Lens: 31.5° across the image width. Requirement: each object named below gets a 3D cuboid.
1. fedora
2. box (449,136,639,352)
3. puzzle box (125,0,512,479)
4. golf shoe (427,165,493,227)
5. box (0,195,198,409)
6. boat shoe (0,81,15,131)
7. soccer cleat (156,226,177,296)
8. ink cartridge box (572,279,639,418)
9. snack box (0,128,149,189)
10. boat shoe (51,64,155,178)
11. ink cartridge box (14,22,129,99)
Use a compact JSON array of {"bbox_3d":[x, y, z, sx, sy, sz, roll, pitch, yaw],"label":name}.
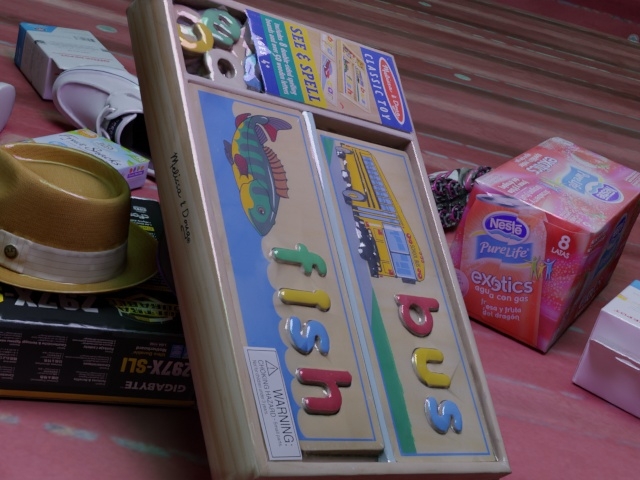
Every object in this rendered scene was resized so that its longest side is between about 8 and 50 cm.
[{"bbox_3d":[-0.216,-0.028,0.924,0.194,0.079,0.194,14,23,-6],"label":"fedora"},{"bbox_3d":[0.266,-0.007,1.318,0.142,0.154,0.300,26,23,20],"label":"box"},{"bbox_3d":[0.000,0.000,0.905,0.272,0.052,0.409,9,58,-43],"label":"puzzle box"},{"bbox_3d":[0.153,-0.054,1.478,0.086,0.067,0.186,-2,9,40],"label":"golf shoe"},{"bbox_3d":[-0.272,0.031,0.952,0.322,0.079,0.257,7,27,-23],"label":"box"},{"bbox_3d":[-0.406,-0.138,1.273,0.063,0.066,0.184,20,33,5],"label":"boat shoe"},{"bbox_3d":[-0.030,0.045,1.001,0.318,0.108,0.116,16,-13,-42],"label":"soccer cleat"},{"bbox_3d":[0.329,0.113,1.166,0.092,0.090,0.143,28,26,24],"label":"ink cartridge box"},{"bbox_3d":[-0.273,-0.082,1.258,0.100,0.037,0.141,28,25,22],"label":"snack box"},{"bbox_3d":[-0.223,-0.138,1.348,0.258,0.095,0.084,23,19,17],"label":"boat shoe"},{"bbox_3d":[-0.335,-0.231,1.524,0.104,0.060,0.180,2,27,-33],"label":"ink cartridge box"}]
